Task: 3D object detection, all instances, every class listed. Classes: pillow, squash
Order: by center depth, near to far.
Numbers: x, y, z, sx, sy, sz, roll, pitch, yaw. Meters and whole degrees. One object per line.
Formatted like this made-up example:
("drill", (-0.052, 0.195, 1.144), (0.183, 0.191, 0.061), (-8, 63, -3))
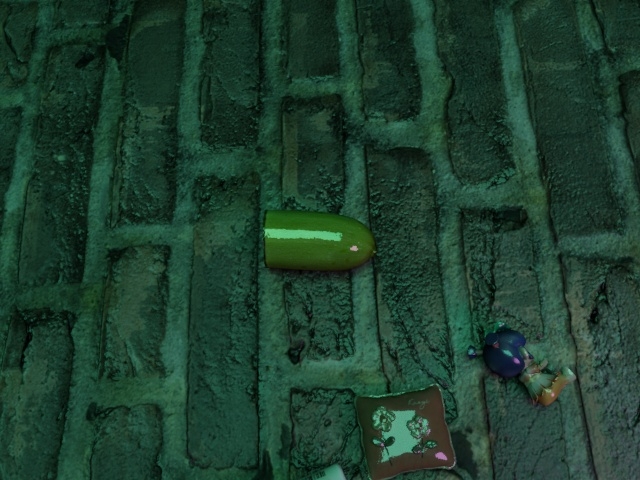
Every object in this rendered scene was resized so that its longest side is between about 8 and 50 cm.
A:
("pillow", (0.165, 0.372, 1.298), (0.179, 0.075, 0.171), (-9, 67, -2))
("squash", (0.000, 0.000, 1.432), (0.247, 0.132, 0.132), (2, 68, 2))

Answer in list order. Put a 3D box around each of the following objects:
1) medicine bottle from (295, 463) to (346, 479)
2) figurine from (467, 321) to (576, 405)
("medicine bottle", (-0.032, 0.499, 1.242), (0.187, 0.102, 0.102), (-21, 68, -6))
("figurine", (0.399, 0.243, 1.321), (0.195, 0.111, 0.102), (41, 55, 17))
